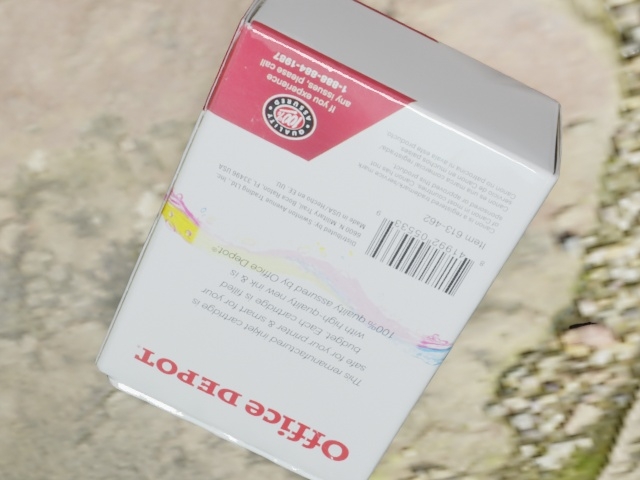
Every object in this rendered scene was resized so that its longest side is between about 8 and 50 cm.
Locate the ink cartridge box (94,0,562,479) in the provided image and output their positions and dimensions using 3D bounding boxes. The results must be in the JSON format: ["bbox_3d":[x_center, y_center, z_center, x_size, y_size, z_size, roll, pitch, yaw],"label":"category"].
[{"bbox_3d":[0.000,0.000,0.518,0.127,0.072,0.175,26,121,-3],"label":"ink cartridge box"}]
